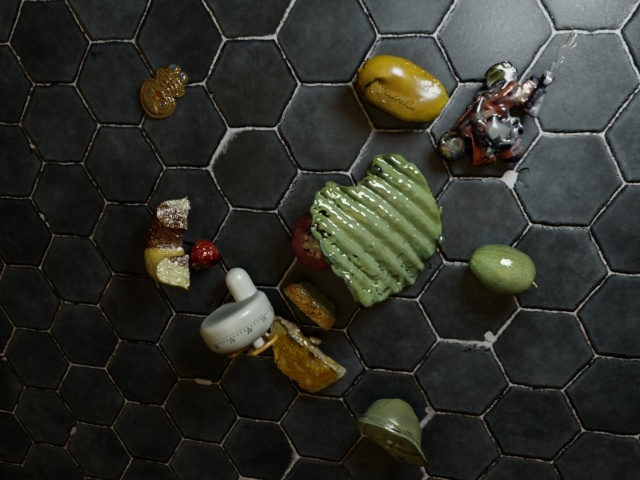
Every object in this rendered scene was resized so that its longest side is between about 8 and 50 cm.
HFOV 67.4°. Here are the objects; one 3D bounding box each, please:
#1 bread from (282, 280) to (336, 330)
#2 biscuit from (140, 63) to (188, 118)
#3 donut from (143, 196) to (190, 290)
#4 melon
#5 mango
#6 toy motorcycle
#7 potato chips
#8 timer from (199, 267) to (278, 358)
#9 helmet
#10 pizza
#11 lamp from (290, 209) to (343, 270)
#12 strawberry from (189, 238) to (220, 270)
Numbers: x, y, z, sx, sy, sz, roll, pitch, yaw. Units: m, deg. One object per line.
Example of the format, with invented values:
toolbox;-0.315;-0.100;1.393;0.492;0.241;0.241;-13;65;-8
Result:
bread;-0.026;0.192;1.480;0.187;0.103;0.065;42;109;1
biscuit;-0.478;-0.452;1.454;0.124;0.026;0.175;44;109;-2
donut;-0.492;0.011;1.508;0.151;0.112;0.295;-7;80;44
melon;0.506;0.083;1.319;0.192;0.139;0.139;24;108;10
mango;0.213;-0.399;1.256;0.248;0.156;0.151;23;72;4
toy motorcycle;0.484;-0.341;1.219;0.207;0.134;0.401;34;110;2
potato chips;0.168;-0.022;1.354;0.373;0.097;0.389;-30;100;-12
timer;-0.264;0.227;1.475;0.233;0.233;0.240;-25;101;17
helmet;0.243;0.579;1.507;0.257;0.137;0.204;44;147;-18
pizza;-0.067;0.365;1.552;0.297;0.071;0.189;41;121;3
lamp;0.000;0.000;1.414;0.181;0.140;0.182;0;90;-1
strawberry;-0.369;0.041;1.522;0.106;0.106;0.106;3;105;11
